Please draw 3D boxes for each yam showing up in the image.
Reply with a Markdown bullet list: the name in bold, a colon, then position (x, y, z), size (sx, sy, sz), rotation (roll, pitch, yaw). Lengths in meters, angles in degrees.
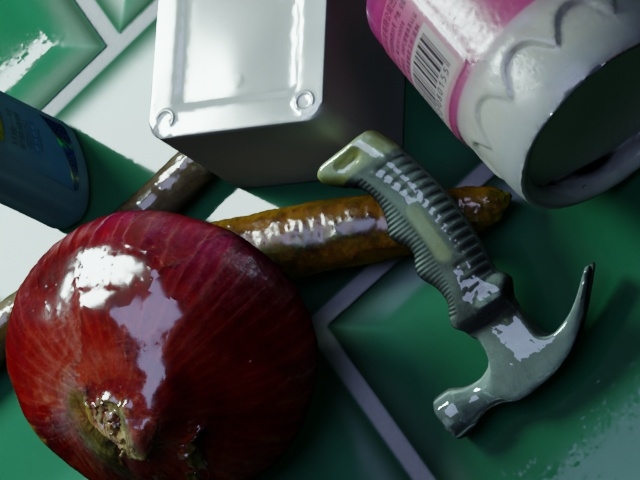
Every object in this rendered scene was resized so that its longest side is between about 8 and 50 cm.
- **yam**: position (-0.213, 0.032, 1.605), size (0.327, 0.045, 0.045), rotation (-41, 29, 11)

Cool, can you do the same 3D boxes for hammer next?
- **hammer**: position (0.094, 0.014, 1.406), size (0.159, 0.041, 0.226), rotation (-40, 81, 15)

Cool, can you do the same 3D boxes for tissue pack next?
- **tissue pack**: position (-0.030, -0.182, 1.516), size (0.159, 0.136, 0.246), rotation (-4, 73, 27)

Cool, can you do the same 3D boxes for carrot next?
- **carrot**: position (0.000, 0.000, 1.488), size (0.314, 0.066, 0.066), rotation (-12, 70, 24)

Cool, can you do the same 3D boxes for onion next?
- **onion**: position (-0.125, 0.090, 1.450), size (0.248, 0.161, 0.248), rotation (-1, 88, 19)

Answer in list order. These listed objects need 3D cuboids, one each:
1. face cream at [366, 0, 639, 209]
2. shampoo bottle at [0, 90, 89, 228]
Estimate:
- **face cream**: position (0.154, -0.144, 1.383), size (0.175, 0.175, 0.195), rotation (-43, 61, 11)
- **shampoo bottle**: position (-0.283, -0.087, 1.551), size (0.061, 0.258, 0.104), rotation (-26, 65, 20)
